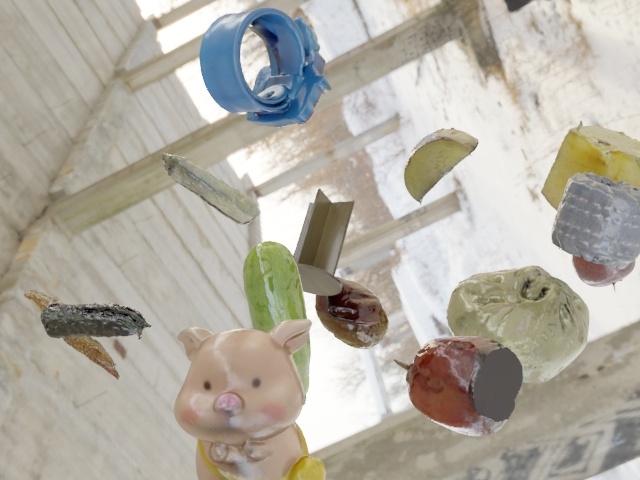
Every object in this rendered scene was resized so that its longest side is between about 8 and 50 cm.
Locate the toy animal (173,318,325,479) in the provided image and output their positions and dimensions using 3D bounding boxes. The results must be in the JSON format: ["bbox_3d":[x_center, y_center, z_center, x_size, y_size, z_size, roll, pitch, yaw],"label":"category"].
[{"bbox_3d":[-0.082,0.223,0.780,0.149,0.165,0.248,-117,23,-77],"label":"toy animal"}]

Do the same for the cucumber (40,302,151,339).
[{"bbox_3d":[-0.305,0.108,0.893,0.053,0.181,0.053,-2,-90,-67],"label":"cucumber"}]

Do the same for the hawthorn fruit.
[{"bbox_3d":[0.246,0.264,1.246,0.189,0.251,0.190,-12,-76,-60],"label":"hawthorn fruit"}]

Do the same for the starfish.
[{"bbox_3d":[-0.455,0.174,1.229,0.227,0.043,0.240,43,159,12],"label":"starfish"}]

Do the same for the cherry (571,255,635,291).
[{"bbox_3d":[1.044,0.044,2.468,0.261,0.221,0.308,29,-128,-72],"label":"cherry"}]

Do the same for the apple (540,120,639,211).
[{"bbox_3d":[0.799,-0.177,1.801,0.309,0.314,0.252,38,171,33],"label":"apple"}]

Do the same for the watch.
[{"bbox_3d":[-0.125,-0.441,1.570,0.274,0.241,0.305,30,-109,-45],"label":"watch"}]

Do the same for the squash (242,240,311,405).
[{"bbox_3d":[-0.080,0.180,1.338,0.118,0.118,0.371,-89,-9,-75],"label":"squash"}]

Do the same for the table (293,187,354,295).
[{"bbox_3d":[0.000,0.000,1.640,0.167,0.167,0.227,54,-134,-54],"label":"table"}]

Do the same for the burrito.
[{"bbox_3d":[-0.184,-0.087,1.101,0.188,0.058,0.045,33,-132,-18],"label":"burrito"}]

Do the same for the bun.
[{"bbox_3d":[0.513,0.203,1.729,0.235,0.361,0.326,95,-162,-46],"label":"bun"}]

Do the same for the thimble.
[{"bbox_3d":[0.617,-0.048,1.461,0.236,0.205,0.172,-90,18,-70],"label":"thimble"}]

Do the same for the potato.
[{"bbox_3d":[0.267,-0.200,1.497,0.098,0.243,0.138,37,-126,-4],"label":"potato"}]

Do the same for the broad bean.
[{"bbox_3d":[0.082,0.192,1.762,0.228,0.156,0.122,36,166,24],"label":"broad bean"}]
